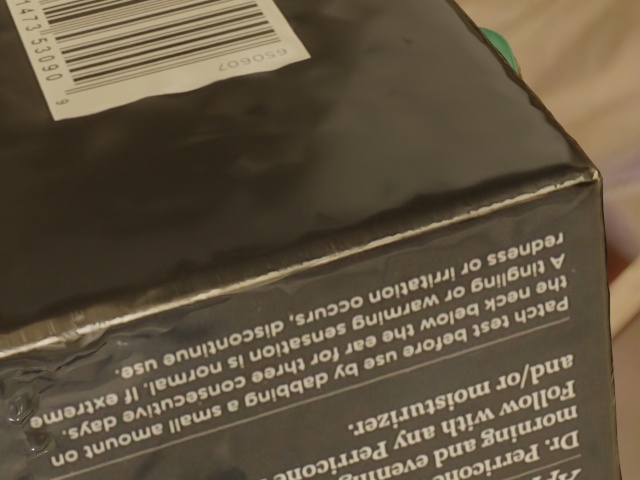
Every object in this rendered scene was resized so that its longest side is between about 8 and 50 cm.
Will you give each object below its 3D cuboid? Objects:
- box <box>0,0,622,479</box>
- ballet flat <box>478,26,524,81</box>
[{"bbox_3d":[-0.059,0.079,1.045,0.480,0.297,0.472,-120,18,-53],"label":"box"},{"bbox_3d":[0.112,-0.060,1.282,0.073,0.067,0.206,11,-143,-10],"label":"ballet flat"}]
